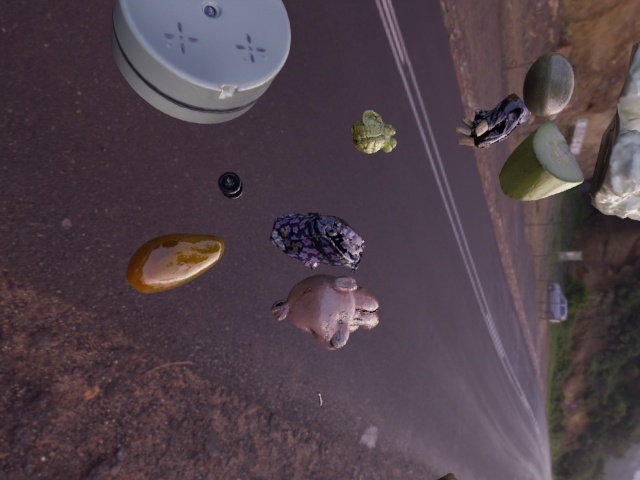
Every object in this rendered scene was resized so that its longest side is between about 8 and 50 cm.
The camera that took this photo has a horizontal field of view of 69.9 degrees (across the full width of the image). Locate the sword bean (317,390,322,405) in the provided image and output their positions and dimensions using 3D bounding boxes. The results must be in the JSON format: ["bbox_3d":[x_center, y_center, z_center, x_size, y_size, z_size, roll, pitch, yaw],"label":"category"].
[{"bbox_3d":[-0.002,0.543,1.573,0.012,0.012,0.083,-59,151,-42],"label":"sword bean"}]

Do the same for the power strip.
[{"bbox_3d":[-0.241,-0.431,0.930,0.358,0.161,0.357,7,75,-27],"label":"power strip"}]

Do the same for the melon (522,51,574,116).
[{"bbox_3d":[0.478,-0.325,0.961,0.098,0.098,0.130,-53,145,-47],"label":"melon"}]

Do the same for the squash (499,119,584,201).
[{"bbox_3d":[0.727,-0.254,1.558,0.204,0.155,0.236,-15,73,-20],"label":"squash"}]

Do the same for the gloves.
[{"bbox_3d":[0.494,-0.339,1.334,0.124,0.203,0.164,52,23,1],"label":"gloves"}]

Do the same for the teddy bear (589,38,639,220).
[{"bbox_3d":[0.603,-0.110,0.654,0.375,0.362,0.327,23,81,-65],"label":"teddy bear"}]

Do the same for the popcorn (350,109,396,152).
[{"bbox_3d":[0.171,-0.355,1.539,0.162,0.141,0.135,42,83,-32],"label":"popcorn"}]

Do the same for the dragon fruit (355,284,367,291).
[{"bbox_3d":[0.061,0.214,1.592,0.135,0.236,0.137,109,-35,-47],"label":"dragon fruit"}]

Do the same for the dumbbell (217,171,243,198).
[{"bbox_3d":[-0.268,-0.164,1.372,0.147,0.070,0.069,104,-8,-80],"label":"dumbbell"}]

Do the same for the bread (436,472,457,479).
[{"bbox_3d":[0.233,0.620,0.983,0.128,0.232,0.088,58,-11,10],"label":"bread"}]

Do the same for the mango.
[{"bbox_3d":[-0.357,0.044,1.142,0.253,0.113,0.138,-22,123,-30],"label":"mango"}]

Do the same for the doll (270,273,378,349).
[{"bbox_3d":[0.044,0.188,1.058,0.303,0.201,0.156,40,34,-49],"label":"doll"}]

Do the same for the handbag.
[{"bbox_3d":[0.000,0.000,1.187,0.229,0.208,0.126,39,59,-45],"label":"handbag"}]
